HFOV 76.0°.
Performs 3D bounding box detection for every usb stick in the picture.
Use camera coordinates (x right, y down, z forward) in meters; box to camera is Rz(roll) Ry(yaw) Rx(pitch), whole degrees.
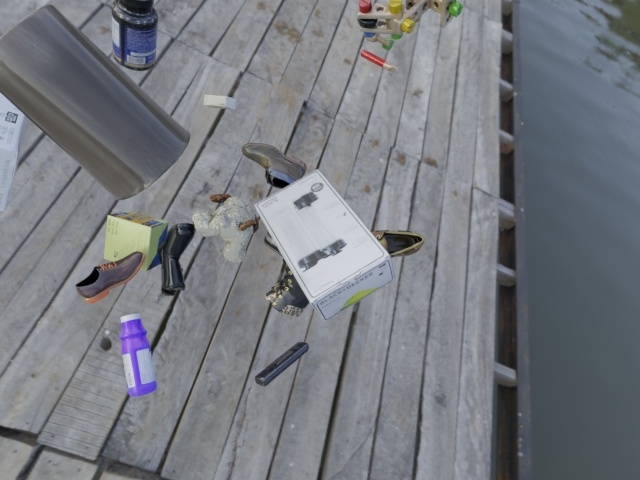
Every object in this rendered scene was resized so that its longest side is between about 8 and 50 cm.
[{"bbox_3d":[-0.157,0.510,1.710,0.278,0.077,0.045,-30,108,-44],"label":"usb stick"}]

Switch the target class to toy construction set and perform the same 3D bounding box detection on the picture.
[{"bbox_3d":[0.254,-0.628,1.169,0.237,0.309,0.257,37,56,17],"label":"toy construction set"}]

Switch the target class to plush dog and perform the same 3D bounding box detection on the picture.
[{"bbox_3d":[-0.324,-0.083,1.560,0.262,0.210,0.225,46,25,-29],"label":"plush dog"}]

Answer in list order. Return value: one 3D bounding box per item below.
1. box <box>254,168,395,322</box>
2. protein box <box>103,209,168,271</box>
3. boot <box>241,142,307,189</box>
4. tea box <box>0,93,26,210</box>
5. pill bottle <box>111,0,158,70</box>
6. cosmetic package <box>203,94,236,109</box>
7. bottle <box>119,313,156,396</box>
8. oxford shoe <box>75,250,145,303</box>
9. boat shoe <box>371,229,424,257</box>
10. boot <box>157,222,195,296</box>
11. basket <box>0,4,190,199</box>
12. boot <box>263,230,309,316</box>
[{"bbox_3d":[0.000,0.000,0.831,0.169,0.087,0.290,-31,51,-6],"label":"box"},{"bbox_3d":[-0.787,-0.003,1.755,0.201,0.200,0.136,15,16,7],"label":"protein box"},{"bbox_3d":[-0.159,-0.234,1.291,0.219,0.082,0.106,19,50,1],"label":"boot"},{"bbox_3d":[-0.883,-0.289,0.950,0.323,0.220,0.329,12,47,-37],"label":"tea box"},{"bbox_3d":[-0.540,-0.621,1.192,0.122,0.219,0.123,13,53,-18],"label":"pill bottle"},{"bbox_3d":[-0.393,-0.540,1.598,0.060,0.115,0.041,-8,110,-60],"label":"cosmetic package"},{"bbox_3d":[-0.660,0.408,1.471,0.092,0.118,0.283,-6,76,-38],"label":"bottle"},{"bbox_3d":[-0.805,0.123,1.583,0.097,0.098,0.271,26,58,33],"label":"oxford shoe"},{"bbox_3d":[0.188,0.011,1.343,0.307,0.104,0.111,-10,79,-14],"label":"boat shoe"},{"bbox_3d":[-0.526,0.076,1.517,0.094,0.246,0.207,8,56,-44],"label":"boot"},{"bbox_3d":[-0.328,-0.190,0.584,0.154,0.204,0.227,-52,126,-15],"label":"basket"},{"bbox_3d":[-0.132,0.147,1.694,0.377,0.284,0.138,31,20,-29],"label":"boot"}]
